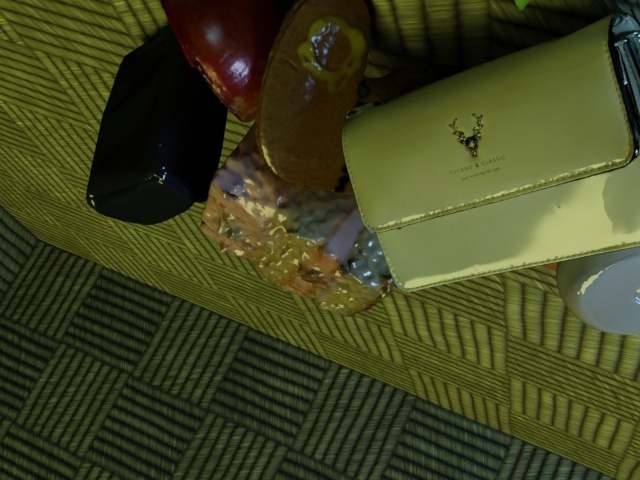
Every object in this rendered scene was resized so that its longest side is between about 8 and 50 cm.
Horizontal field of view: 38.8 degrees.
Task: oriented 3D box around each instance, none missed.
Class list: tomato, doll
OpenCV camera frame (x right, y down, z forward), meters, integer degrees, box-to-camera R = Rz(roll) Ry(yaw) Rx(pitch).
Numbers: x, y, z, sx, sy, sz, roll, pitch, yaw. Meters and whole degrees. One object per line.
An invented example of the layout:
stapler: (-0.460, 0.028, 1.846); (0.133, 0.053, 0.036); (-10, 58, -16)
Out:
tomato: (-0.105, -0.274, 1.233); (0.200, 0.140, 0.233); (58, -170, -13)
doll: (0.422, 0.006, 1.236); (0.251, 0.221, 0.221); (-25, 132, 31)

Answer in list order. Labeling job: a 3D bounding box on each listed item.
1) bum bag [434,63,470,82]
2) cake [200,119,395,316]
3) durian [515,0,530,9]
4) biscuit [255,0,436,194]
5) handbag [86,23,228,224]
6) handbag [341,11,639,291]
bum bag: (0.195, -0.151, 1.205); (0.109, 0.026, 0.159); (16, 122, 12)
cake: (0.004, -0.068, 1.437); (0.307, 0.293, 0.314); (32, 157, -4)
durian: (0.136, -0.359, 0.621); (0.340, 0.204, 0.256); (41, 132, -23)
biscuit: (0.054, -0.185, 1.200); (0.277, 0.262, 0.052); (12, -161, -27)
handbag: (-0.229, -0.183, 1.456); (0.178, 0.301, 0.275); (22, 160, -37)
handbag: (0.216, -0.093, 1.053); (0.359, 0.160, 0.236); (-15, 100, 39)
